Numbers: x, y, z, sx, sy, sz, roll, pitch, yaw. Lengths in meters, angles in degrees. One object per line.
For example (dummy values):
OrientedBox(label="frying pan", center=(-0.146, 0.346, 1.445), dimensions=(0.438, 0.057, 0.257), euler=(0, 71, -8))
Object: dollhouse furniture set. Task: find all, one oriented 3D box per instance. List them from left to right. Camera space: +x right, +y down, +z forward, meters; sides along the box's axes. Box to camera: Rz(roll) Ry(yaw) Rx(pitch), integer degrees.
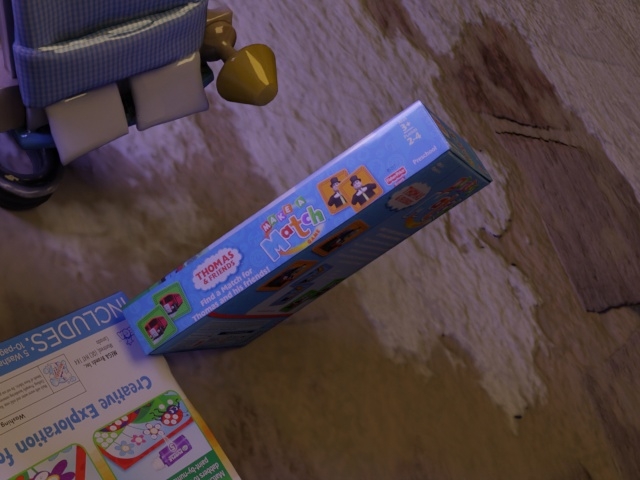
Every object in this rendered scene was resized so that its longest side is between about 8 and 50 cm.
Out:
OrientedBox(label="dollhouse furniture set", center=(-0.122, -0.112, 0.532), dimensions=(0.303, 0.286, 0.198), euler=(-24, 59, -27))

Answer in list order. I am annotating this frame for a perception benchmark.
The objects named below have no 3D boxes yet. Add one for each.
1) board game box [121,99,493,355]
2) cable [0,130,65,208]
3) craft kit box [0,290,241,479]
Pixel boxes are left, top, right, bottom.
OrientedBox(label="board game box", center=(0.000, 0.000, 0.675), dimensions=(0.039, 0.211, 0.160), euler=(59, 13, 12))
OrientedBox(label="cable", center=(-0.252, -0.156, 0.692), dimensions=(0.139, 0.072, 0.287), euler=(-8, 66, -45))
OrientedBox(label="craft kit box", center=(-0.133, 0.173, 0.557), dimensions=(0.247, 0.061, 0.250), euler=(55, 36, 8))
